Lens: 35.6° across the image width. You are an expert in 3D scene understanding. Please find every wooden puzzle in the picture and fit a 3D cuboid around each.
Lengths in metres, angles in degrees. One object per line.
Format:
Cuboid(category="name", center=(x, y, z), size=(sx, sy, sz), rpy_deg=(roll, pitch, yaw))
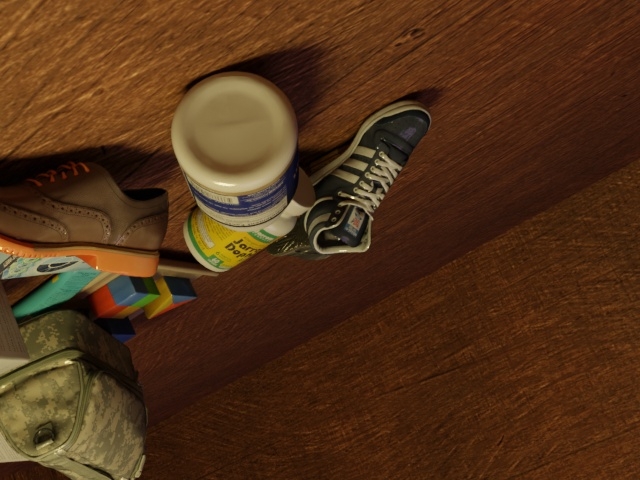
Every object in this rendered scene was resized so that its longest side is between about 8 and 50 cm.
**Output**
Cuboid(category="wooden puzzle", center=(-0.394, 0.134, 1.911), size=(0.348, 0.080, 0.322), rpy_deg=(-27, 167, 15))

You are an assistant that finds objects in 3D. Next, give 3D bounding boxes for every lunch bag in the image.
Cuboid(category="lunch bag", center=(-0.437, 0.300, 1.760), size=(0.213, 0.256, 0.305), rpy_deg=(-22, 152, 4))

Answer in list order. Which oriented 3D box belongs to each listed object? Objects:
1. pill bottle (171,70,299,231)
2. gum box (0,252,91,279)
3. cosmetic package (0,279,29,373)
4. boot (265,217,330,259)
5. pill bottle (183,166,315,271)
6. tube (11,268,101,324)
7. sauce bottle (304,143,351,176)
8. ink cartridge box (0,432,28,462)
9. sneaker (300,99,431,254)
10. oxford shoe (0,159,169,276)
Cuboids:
Cuboid(category="pill bottle", center=(-0.104, -0.102, 1.297), size=(0.153, 0.153, 0.264), rpy_deg=(-22, 168, -6))
Cuboid(category="gum box", center=(-0.378, 0.002, 1.489), size=(0.157, 0.041, 0.184), rpy_deg=(-32, 165, 35))
Cuboid(category="cosmetic package", center=(-0.560, 0.138, 1.474), size=(0.151, 0.151, 0.184), rpy_deg=(-27, 167, 9))
Cuboid(category="boot", center=(0.001, -0.002, 2.065), size=(0.190, 0.076, 0.208), rpy_deg=(-13, 165, 24))
Cuboid(category="pill bottle", center=(-0.112, -0.042, 1.605), size=(0.208, 0.117, 0.117), rpy_deg=(-31, 165, 30))
Cuboid(category="tube", center=(-0.459, 0.092, 1.713), size=(0.207, 0.052, 0.080), rpy_deg=(-34, 166, 24))
Cuboid(category="sauce bottle", center=(0.037, -0.135, 1.659), size=(0.128, 0.042, 0.042), rpy_deg=(-25, 167, 16))
Cuboid(category="ink cartridge box", center=(-0.690, 0.328, 1.907), size=(0.261, 0.066, 0.296), rpy_deg=(-6, 135, 3))
Cuboid(category="sneaker", center=(0.077, -0.088, 1.575), size=(0.099, 0.153, 0.282), rpy_deg=(31, 122, -34))
Cuboid(category="oxford shoe", center=(-0.344, -0.048, 1.249), size=(0.130, 0.132, 0.364), rpy_deg=(22, -175, 38))
